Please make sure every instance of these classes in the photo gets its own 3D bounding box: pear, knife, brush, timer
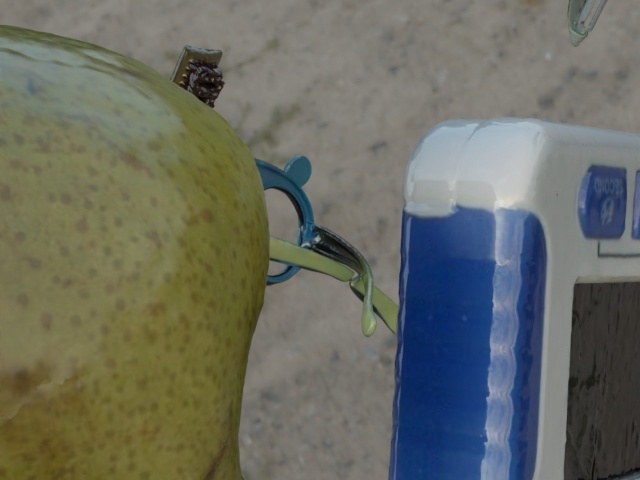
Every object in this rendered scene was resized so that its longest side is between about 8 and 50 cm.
[{"bbox_3d":[-0.126,0.042,0.509,0.211,0.229,0.188,0,20,-11],"label":"pear"},{"bbox_3d":[0.186,-0.191,0.987,0.026,0.184,0.022,43,55,18],"label":"knife"},{"bbox_3d":[-0.142,-0.056,1.350,0.043,0.248,0.036,3,35,-39],"label":"brush"},{"bbox_3d":[0.112,0.042,0.671,0.078,0.178,0.253,5,1,35],"label":"timer"}]

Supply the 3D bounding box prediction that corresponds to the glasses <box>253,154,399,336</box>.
[{"bbox_3d":[-0.024,0.027,1.255,0.102,0.239,0.207,-47,65,17],"label":"glasses"}]
